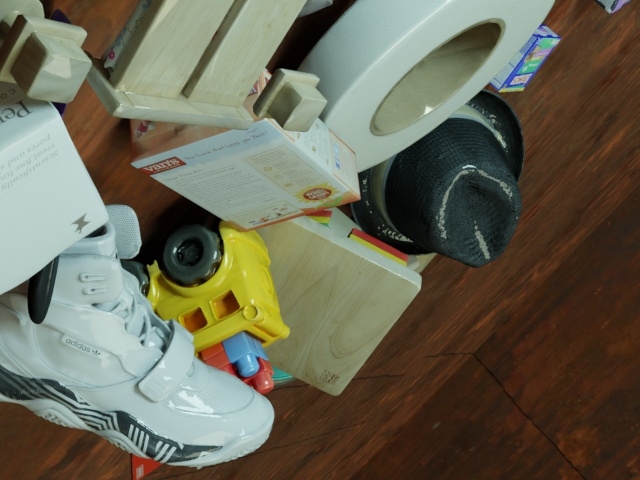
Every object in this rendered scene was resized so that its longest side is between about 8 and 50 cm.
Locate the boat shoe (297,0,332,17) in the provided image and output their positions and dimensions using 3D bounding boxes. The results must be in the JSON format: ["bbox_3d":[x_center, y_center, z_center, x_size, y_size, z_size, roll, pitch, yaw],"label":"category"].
[{"bbox_3d":[-0.021,-0.257,0.825,0.355,0.132,0.130,-16,146,-48],"label":"boat shoe"}]

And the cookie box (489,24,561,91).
[{"bbox_3d":[0.323,-0.291,1.497,0.092,0.040,0.107,-15,147,-52],"label":"cookie box"}]

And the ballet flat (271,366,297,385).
[{"bbox_3d":[-0.043,0.197,1.703,0.280,0.095,0.096,-30,169,-41],"label":"ballet flat"}]

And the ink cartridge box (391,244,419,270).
[{"bbox_3d":[0.026,0.077,1.560,0.237,0.100,0.172,-22,162,-44],"label":"ink cartridge box"}]

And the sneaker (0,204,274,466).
[{"bbox_3d":[-0.196,0.096,0.977,0.137,0.366,0.210,-92,-155,-62],"label":"sneaker"}]

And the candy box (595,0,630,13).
[{"bbox_3d":[0.510,-0.472,1.442,0.165,0.070,0.196,-34,158,-22],"label":"candy box"}]

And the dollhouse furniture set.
[{"bbox_3d":[-0.085,-0.251,0.621,0.355,0.174,0.303,-1,135,-53],"label":"dollhouse furniture set"}]

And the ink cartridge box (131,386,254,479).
[{"bbox_3d":[-0.231,0.350,1.720,0.239,0.060,0.275,-33,157,-28],"label":"ink cartridge box"}]

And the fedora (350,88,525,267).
[{"bbox_3d":[0.207,-0.065,1.429,0.334,0.152,0.334,-14,135,-15],"label":"fedora"}]

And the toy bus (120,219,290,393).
[{"bbox_3d":[-0.149,0.110,1.149,0.220,0.211,0.149,-26,157,9],"label":"toy bus"}]

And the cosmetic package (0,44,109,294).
[{"bbox_3d":[-0.274,-0.066,0.663,0.151,0.184,0.151,-37,159,-16],"label":"cosmetic package"}]

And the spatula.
[{"bbox_3d":[-0.237,-0.047,0.814,0.030,0.084,0.296,-9,126,-31],"label":"spatula"}]

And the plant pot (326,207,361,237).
[{"bbox_3d":[0.000,0.000,1.404,0.109,0.109,0.096,-55,168,29],"label":"plant pot"}]

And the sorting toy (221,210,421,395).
[{"bbox_3d":[-0.026,0.062,1.309,0.257,0.255,0.089,-58,-171,39],"label":"sorting toy"}]

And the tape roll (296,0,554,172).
[{"bbox_3d":[0.123,-0.223,1.146,0.392,0.072,0.392,-34,167,-9],"label":"tape roll"}]

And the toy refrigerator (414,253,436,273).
[{"bbox_3d":[0.207,-0.071,1.629,0.269,0.102,0.094,-52,157,21],"label":"toy refrigerator"}]

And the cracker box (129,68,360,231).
[{"bbox_3d":[-0.074,-0.089,1.000,0.155,0.067,0.232,-14,158,21],"label":"cracker box"}]
